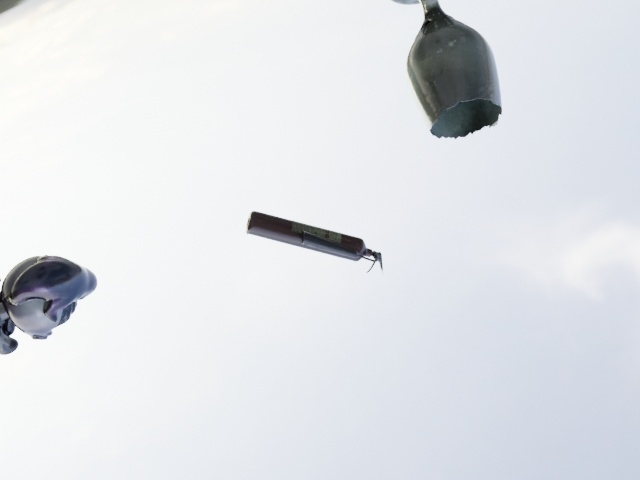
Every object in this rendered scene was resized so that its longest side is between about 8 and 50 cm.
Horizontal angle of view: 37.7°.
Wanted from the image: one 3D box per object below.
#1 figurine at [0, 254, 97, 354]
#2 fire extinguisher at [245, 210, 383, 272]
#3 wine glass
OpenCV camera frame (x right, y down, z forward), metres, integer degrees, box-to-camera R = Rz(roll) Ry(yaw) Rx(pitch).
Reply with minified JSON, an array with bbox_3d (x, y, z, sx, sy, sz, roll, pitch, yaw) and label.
[{"bbox_3d":[-0.483,0.090,1.557,0.222,0.145,0.145,-23,-153,15],"label":"figurine"},{"bbox_3d":[0.000,0.000,1.089,0.049,0.173,0.035,132,-30,-67],"label":"fire extinguisher"},{"bbox_3d":[0.169,-0.266,1.285,0.126,0.126,0.241,-19,-109,12],"label":"wine glass"}]
